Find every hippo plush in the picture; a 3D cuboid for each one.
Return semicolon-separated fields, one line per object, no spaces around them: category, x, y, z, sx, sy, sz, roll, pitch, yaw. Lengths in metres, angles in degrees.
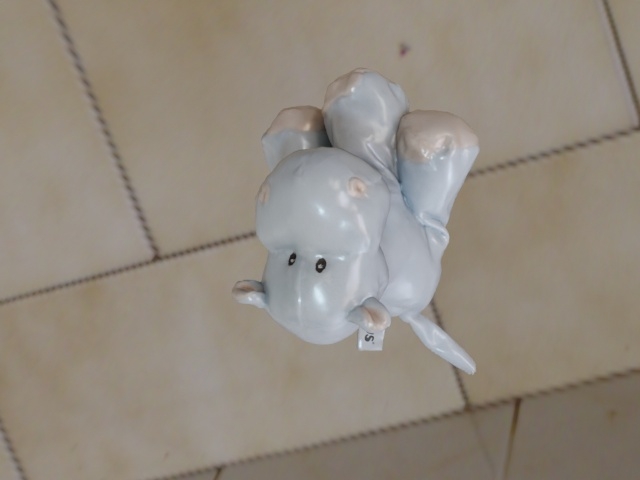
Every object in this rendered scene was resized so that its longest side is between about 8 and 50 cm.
hippo plush;0.000;0.000;1.626;0.234;0.236;0.294;11;110;27
